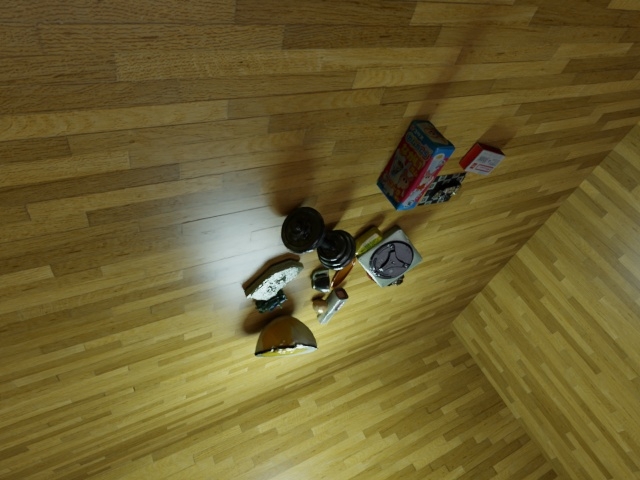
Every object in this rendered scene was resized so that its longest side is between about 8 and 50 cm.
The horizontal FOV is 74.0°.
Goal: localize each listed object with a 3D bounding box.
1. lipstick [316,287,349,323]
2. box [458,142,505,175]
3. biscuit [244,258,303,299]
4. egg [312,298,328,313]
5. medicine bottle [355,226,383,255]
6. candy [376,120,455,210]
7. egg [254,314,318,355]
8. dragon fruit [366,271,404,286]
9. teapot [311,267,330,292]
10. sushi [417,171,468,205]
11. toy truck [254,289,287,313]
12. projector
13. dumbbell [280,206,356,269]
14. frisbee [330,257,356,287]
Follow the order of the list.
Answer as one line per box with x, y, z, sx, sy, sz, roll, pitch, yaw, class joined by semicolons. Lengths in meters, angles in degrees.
0.060;0.366;2.349;0.079;0.077;0.252;-5;142;-38;lipstick
0.724;-0.359;1.893;0.230;0.050;0.123;-1;140;-42;box
-0.199;0.173;1.851;0.252;0.052;0.150;-42;148;17;biscuit
-0.002;0.347;2.262;0.080;0.080;0.096;-34;147;5;egg
0.169;0.035;1.963;0.261;0.064;0.095;-38;148;10;medicine bottle
0.342;-0.271;1.570;0.100;0.157;0.305;-8;143;-35;candy
-0.179;0.491;2.196;0.338;0.200;0.337;-3;158;-1;egg
0.370;0.174;2.271;0.219;0.148;0.223;-10;144;-31;dragon fruit
-0.002;0.190;2.046;0.091;0.124;0.092;-1;-174;-11;teapot
0.581;-0.220;1.971;0.216;0.050;0.192;-11;145;-30;sushi
-0.225;0.301;1.993;0.154;0.078;0.080;-28;149;-5;toy truck
0.345;0.088;2.102;0.259;0.079;0.257;-36;124;9;projector
0.000;0.000;1.647;0.179;0.179;0.406;-39;150;13;dumbbell
0.104;0.152;2.080;0.192;0.035;0.192;-45;161;-20;frisbee
